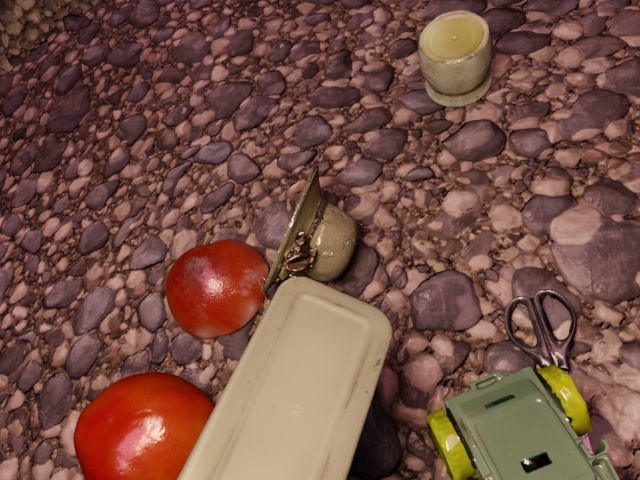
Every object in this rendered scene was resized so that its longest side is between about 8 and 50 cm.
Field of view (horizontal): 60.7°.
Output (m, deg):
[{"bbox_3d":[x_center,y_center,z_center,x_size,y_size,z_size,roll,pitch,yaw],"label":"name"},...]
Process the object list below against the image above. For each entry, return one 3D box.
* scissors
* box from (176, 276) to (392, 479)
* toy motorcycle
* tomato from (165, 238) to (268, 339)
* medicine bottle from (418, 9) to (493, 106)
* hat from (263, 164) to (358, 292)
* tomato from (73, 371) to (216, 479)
[{"bbox_3d":[0.362,0.213,0.819,0.109,0.022,0.300,-19,56,16],"label":"scissors"},{"bbox_3d":[-0.058,0.278,0.705,0.177,0.344,0.352,24,52,4],"label":"box"},{"bbox_3d":[0.282,0.338,0.679,0.191,0.200,0.327,-21,47,-1],"label":"toy motorcycle"},{"bbox_3d":[-0.221,0.088,1.091,0.228,0.112,0.199,-35,55,4],"label":"tomato"},{"bbox_3d":[0.280,-0.370,1.126,0.147,0.143,0.147,-8,63,16],"label":"medicine bottle"},{"bbox_3d":[0.000,0.000,1.016,0.130,0.257,0.257,22,68,-1],"label":"hat"},{"bbox_3d":[-0.299,0.337,0.932,0.259,0.180,0.260,-13,52,17],"label":"tomato"}]
